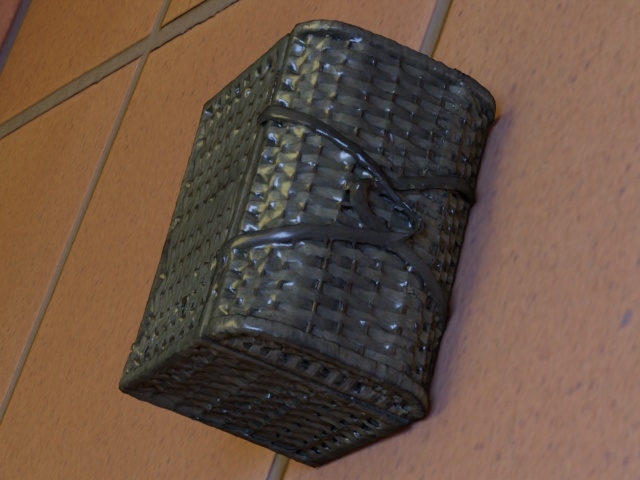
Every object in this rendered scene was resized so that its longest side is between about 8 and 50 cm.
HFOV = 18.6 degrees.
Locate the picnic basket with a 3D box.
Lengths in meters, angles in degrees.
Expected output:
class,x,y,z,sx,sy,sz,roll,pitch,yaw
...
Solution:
class,x,y,z,sx,sy,sz,roll,pitch,yaw
picnic basket,0.000,0.000,1.068,0.154,0.134,0.196,-36,34,58
